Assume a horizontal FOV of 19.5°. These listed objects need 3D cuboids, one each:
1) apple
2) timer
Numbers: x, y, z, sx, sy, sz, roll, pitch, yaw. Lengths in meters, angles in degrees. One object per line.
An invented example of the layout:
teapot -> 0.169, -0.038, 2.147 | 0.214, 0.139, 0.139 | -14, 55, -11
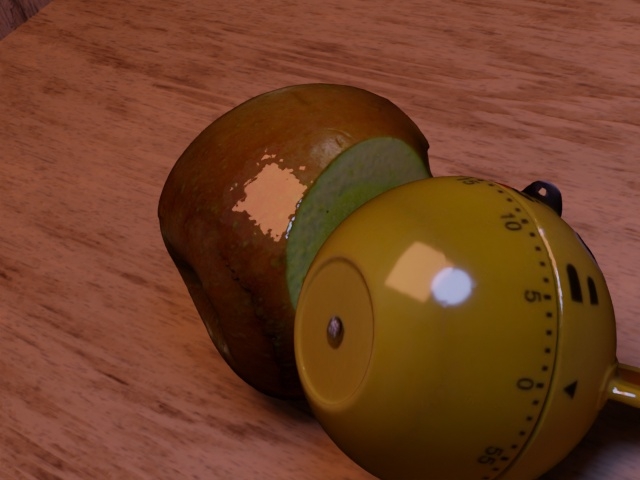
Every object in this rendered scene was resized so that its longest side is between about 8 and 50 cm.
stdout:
apple -> 0.000, 0.000, 2.256 | 0.374, 0.374, 0.384 | -32, 60, -6
timer -> 0.175, 0.101, 1.971 | 0.386, 0.376, 0.376 | 6, 13, -32
